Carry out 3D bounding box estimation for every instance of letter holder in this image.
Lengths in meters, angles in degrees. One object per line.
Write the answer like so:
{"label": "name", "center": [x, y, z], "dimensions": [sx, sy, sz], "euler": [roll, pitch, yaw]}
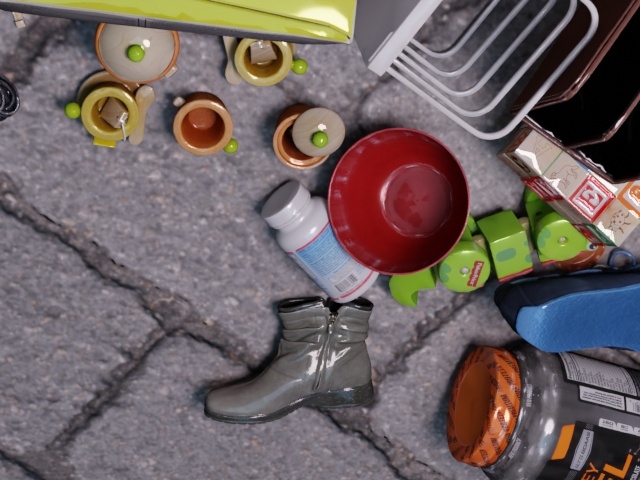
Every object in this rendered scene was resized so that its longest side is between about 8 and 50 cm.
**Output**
{"label": "letter holder", "center": [0.371, -0.228, 1.259], "dimensions": [0.152, 0.214, 0.301], "euler": [34, 87, -5]}

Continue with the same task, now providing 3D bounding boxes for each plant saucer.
{"label": "plant saucer", "center": [0.348, 0.003, 1.598], "dimensions": [0.084, 0.013, 0.083], "euler": [-3, 118, -5]}

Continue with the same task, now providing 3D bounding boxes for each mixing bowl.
{"label": "mixing bowl", "center": [0.109, -0.050, 1.479], "dimensions": [0.182, 0.098, 0.181], "euler": [1, 94, 20]}

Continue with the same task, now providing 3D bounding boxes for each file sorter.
{"label": "file sorter", "center": [0.154, -0.263, 1.289], "dimensions": [0.173, 0.277, 0.193], "euler": [33, 109, -21]}

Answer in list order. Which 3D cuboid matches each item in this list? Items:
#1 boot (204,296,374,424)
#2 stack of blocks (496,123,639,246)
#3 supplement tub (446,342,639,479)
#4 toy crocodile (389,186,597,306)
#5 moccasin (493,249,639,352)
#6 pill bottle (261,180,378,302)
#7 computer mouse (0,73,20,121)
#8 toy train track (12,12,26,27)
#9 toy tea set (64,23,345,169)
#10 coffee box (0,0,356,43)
{"label": "boot", "center": [-0.046, 0.154, 1.607], "dimensions": [0.247, 0.083, 0.161], "euler": [-9, 111, -8]}
{"label": "stack of blocks", "center": [0.377, -0.158, 1.413], "dimensions": [0.171, 0.087, 0.297], "euler": [42, 87, -5]}
{"label": "supplement tub", "center": [0.360, 0.263, 1.626], "dimensions": [0.338, 0.207, 0.207], "euler": [15, 115, -13]}
{"label": "toy crocodile", "center": [0.249, 0.003, 1.532], "dimensions": [0.341, 0.115, 0.105], "euler": [-18, 124, 5]}
{"label": "moccasin", "center": [0.385, 0.073, 1.569], "dimensions": [0.342, 0.117, 0.137], "euler": [6, 110, -32]}
{"label": "pill bottle", "center": [0.000, 0.000, 1.516], "dimensions": [0.087, 0.087, 0.160], "euler": [-38, 115, 13]}
{"label": "computer mouse", "center": [-0.515, -0.149, 1.390], "dimensions": [0.272, 0.072, 0.188], "euler": [-33, 117, 11]}
{"label": "toy train track", "center": [-0.362, -0.286, 1.368], "dimensions": [0.048, 0.014, 0.083], "euler": [-14, 118, 1]}
{"label": "toy tea set", "center": [-0.129, -0.174, 1.390], "dimensions": [0.336, 0.124, 0.200], "euler": [7, 116, -10]}
{"label": "coffee box", "center": [-0.137, -0.372, 1.123], "dimensions": [0.338, 0.334, 0.337], "euler": [5, 98, -9]}
